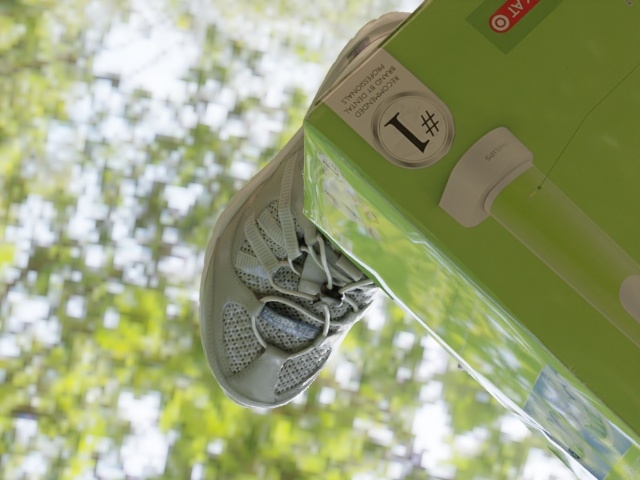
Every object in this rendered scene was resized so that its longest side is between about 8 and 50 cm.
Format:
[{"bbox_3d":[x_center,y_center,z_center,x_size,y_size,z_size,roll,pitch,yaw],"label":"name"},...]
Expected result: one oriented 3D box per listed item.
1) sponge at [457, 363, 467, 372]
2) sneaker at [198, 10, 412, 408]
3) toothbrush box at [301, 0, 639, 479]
[{"bbox_3d":[0.155,-0.011,1.374,0.031,0.210,0.117,21,159,-3],"label":"sponge"},{"bbox_3d":[0.000,0.000,1.137,0.105,0.281,0.115,17,-149,-14],"label":"sneaker"},{"bbox_3d":[0.161,-0.004,0.785,0.283,0.206,0.122,43,166,13],"label":"toothbrush box"}]
